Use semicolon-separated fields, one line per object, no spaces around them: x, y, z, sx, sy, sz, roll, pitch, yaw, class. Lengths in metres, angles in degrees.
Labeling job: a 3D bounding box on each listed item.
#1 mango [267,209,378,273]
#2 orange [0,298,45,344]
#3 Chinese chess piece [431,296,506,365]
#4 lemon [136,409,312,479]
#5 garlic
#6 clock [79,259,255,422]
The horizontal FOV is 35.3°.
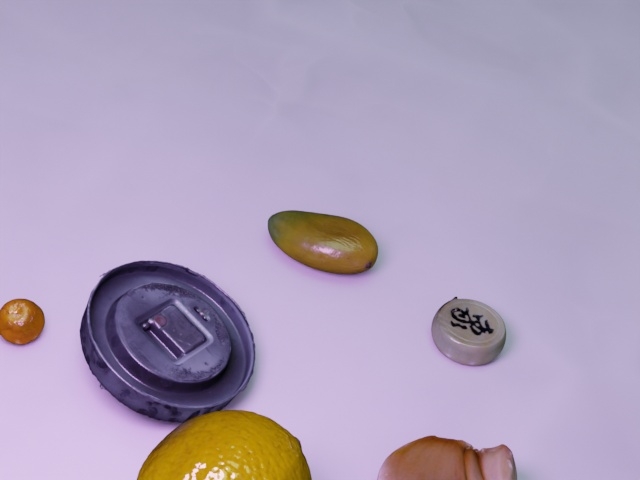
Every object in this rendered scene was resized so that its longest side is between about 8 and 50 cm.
0.000;0.004;2.038;0.237;0.091;0.137;9;34;7;mango
-0.525;0.142;1.764;0.083;0.070;0.083;3;52;-3;orange
0.284;0.174;1.927;0.144;0.059;0.144;6;40;-5;Chinese chess piece
-0.140;0.371;1.455;0.267;0.267;0.267;7;40;-6;lemon
0.195;0.410;1.598;0.217;0.110;0.228;9;28;15;garlic
-0.261;0.170;1.727;0.312;0.061;0.313;21;40;-19;clock
